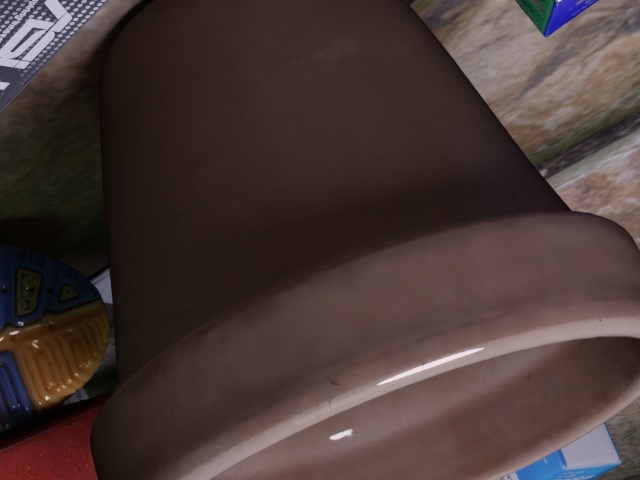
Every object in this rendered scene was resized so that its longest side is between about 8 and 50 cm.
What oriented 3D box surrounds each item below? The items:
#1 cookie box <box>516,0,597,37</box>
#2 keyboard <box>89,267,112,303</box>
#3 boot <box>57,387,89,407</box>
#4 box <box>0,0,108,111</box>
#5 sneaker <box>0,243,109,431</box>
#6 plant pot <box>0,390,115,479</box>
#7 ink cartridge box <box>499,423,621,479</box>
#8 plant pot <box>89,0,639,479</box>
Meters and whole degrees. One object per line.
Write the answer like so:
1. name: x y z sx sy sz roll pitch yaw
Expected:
1. cookie box: 0.114 -0.125 0.641 0.092 0.040 0.107 -36 176 4
2. keyboard: -0.059 0.036 1.102 0.072 0.014 0.256 -25 159 25
3. boot: -0.289 0.174 1.121 0.176 0.088 0.244 4 140 -46
4. box: -0.240 -0.059 0.632 0.216 0.060 0.270 4 148 -47
5. sneaker: -0.264 0.078 0.921 0.296 0.111 0.131 -16 176 -8
6. plant pot: -0.171 0.228 0.915 0.267 0.235 0.267 -17 -176 43
7. ink cartridge box: 0.132 0.166 1.397 0.086 0.148 0.203 1 150 -46
8. plant pot: 0.000 0.000 0.764 0.263 0.229 0.263 -18 158 -8
